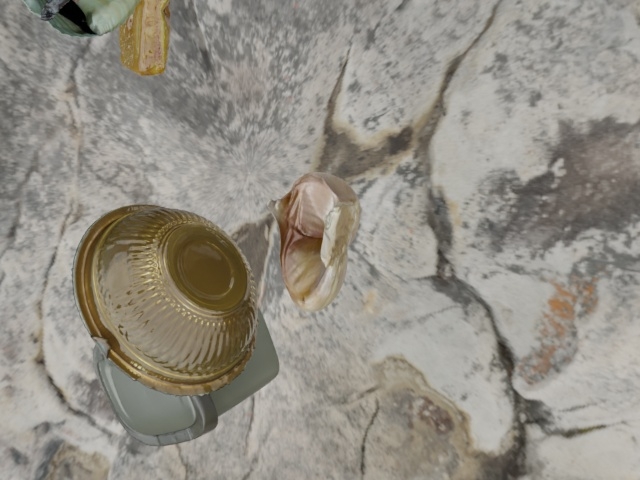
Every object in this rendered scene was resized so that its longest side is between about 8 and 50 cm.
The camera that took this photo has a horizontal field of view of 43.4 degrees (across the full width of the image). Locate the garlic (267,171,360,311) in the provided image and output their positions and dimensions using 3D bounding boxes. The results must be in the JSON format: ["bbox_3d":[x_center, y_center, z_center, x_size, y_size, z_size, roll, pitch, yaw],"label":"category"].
[{"bbox_3d":[-0.004,0.000,0.984,0.099,0.124,0.175,11,86,25],"label":"garlic"}]

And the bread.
[{"bbox_3d":[-0.277,-0.411,1.329,0.077,0.139,0.271,0,107,-31],"label":"bread"}]

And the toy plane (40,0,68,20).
[{"bbox_3d":[-0.171,-0.174,0.468,0.061,0.189,0.130,-6,75,-44],"label":"toy plane"}]

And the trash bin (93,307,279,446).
[{"bbox_3d":[-0.223,0.220,1.425,0.219,0.250,0.219,-19,91,37],"label":"trash bin"}]

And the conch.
[{"bbox_3d":[-0.268,-0.303,0.913,0.135,0.102,0.153,43,83,-19],"label":"conch"}]

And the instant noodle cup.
[{"bbox_3d":[-0.166,0.054,1.009,0.274,0.274,0.090,48,130,-7],"label":"instant noodle cup"}]
